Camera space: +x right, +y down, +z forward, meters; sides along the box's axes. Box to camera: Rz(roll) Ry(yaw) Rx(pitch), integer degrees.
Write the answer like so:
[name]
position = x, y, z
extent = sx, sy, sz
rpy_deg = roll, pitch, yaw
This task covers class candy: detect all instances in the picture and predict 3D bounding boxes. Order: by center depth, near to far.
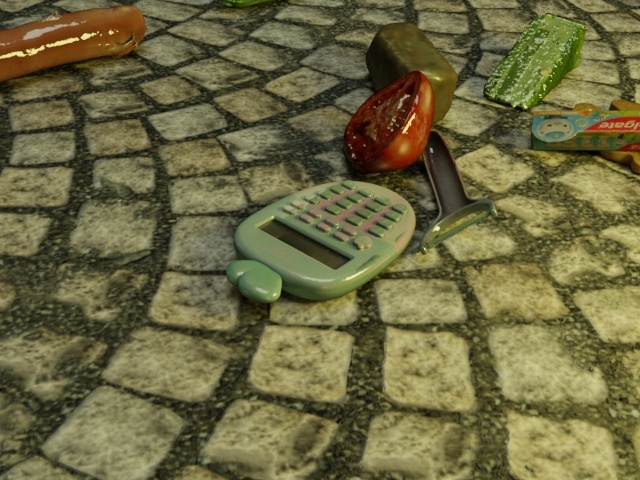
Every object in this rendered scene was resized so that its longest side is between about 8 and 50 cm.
[candy]
position = 0.149, -0.282, 1.435
extent = 0.102, 0.104, 0.234
rpy_deg = -3, 36, -17

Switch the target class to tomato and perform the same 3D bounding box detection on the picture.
[tomato]
position = 0.108, -0.156, 1.261
extent = 0.082, 0.166, 0.174
rpy_deg = 38, 49, -25

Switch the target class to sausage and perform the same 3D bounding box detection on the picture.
[sausage]
position = -0.483, -0.332, 1.466
extent = 0.419, 0.094, 0.094
rpy_deg = -25, 66, -34

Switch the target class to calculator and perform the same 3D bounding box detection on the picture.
[calculator]
position = 0.000, 0.000, 1.081
extent = 0.185, 0.041, 0.299
rpy_deg = 27, 42, 29

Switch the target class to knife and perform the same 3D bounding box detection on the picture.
[knife]
position = 0.169, -0.070, 1.187
extent = 0.123, 0.053, 0.278
rpy_deg = -25, 29, 14

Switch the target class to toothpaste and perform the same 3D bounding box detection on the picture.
[toothpaste]
position = 0.422, -0.161, 1.301
extent = 0.193, 0.044, 0.070
rpy_deg = 2, 52, 18

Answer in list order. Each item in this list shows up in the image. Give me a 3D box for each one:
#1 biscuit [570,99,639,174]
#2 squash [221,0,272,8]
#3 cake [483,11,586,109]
[biscuit]
position = 0.499, -0.165, 1.358
extent = 0.144, 0.040, 0.236
rpy_deg = -11, 35, -10
[squash]
position = -0.122, -0.536, 1.798
extent = 0.219, 0.068, 0.077
rpy_deg = -22, 48, -30
[cake]
position = 0.381, -0.296, 1.531
extent = 0.100, 0.099, 0.235
rpy_deg = 25, 62, 26
